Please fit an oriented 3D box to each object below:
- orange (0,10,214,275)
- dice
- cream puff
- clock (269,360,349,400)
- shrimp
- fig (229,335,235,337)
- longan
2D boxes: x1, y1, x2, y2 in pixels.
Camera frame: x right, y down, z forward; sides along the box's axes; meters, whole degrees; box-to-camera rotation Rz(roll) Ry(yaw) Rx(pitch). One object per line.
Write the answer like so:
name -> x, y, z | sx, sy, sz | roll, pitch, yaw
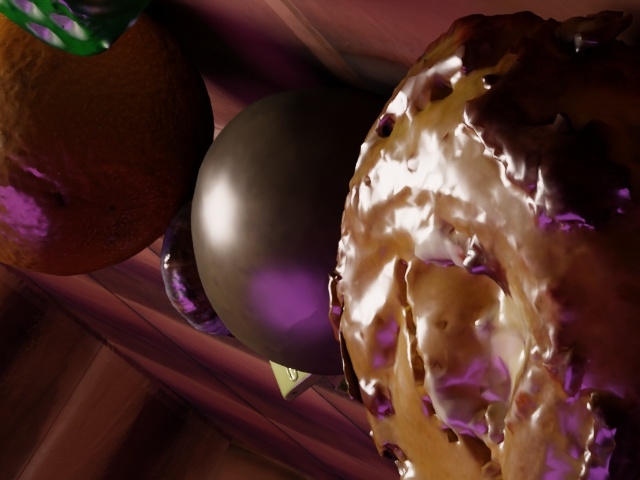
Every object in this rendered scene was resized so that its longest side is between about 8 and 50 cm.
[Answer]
orange -> -0.222, -0.096, 1.663 | 0.264, 0.264, 0.264 | 31, 168, 7
dice -> -0.172, -0.213, 1.352 | 0.131, 0.128, 0.120 | 37, 166, -18
cream puff -> 0.163, 0.029, 1.141 | 0.229, 0.350, 0.350 | -11, -166, -31
clock -> 0.077, 0.092, 1.893 | 0.232, 0.069, 0.170 | -1, 151, -40
shrimp -> -0.003, 0.006, 1.703 | 0.343, 0.145, 0.116 | -3, 171, -44
fig -> -0.063, -0.003, 1.886 | 0.175, 0.175, 0.207 | 25, 156, 30
longan -> 0.013, -0.003, 1.502 | 0.246, 0.215, 0.246 | 32, 160, 13
